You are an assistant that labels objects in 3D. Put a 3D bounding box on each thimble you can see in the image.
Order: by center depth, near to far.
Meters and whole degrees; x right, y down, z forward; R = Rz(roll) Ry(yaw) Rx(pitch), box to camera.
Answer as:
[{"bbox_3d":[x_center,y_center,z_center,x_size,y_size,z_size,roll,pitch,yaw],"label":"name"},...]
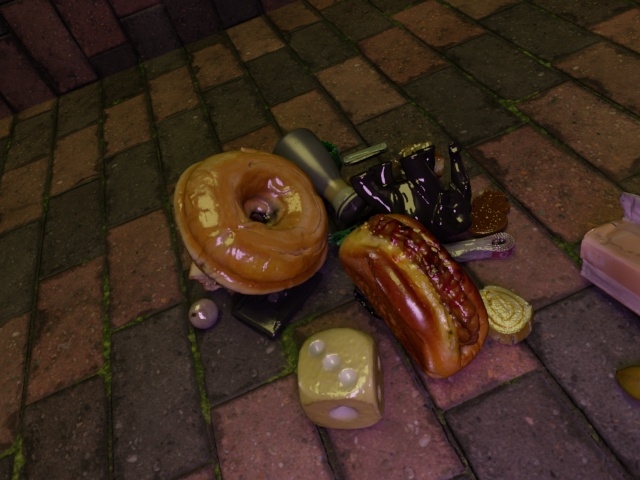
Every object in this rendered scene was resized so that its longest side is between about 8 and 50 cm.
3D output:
[{"bbox_3d":[0.008,-0.285,1.700,0.130,0.090,0.118,-6,43,15],"label":"thimble"}]

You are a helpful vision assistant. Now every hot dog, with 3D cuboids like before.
[{"bbox_3d":[0.212,0.102,1.089,0.185,0.223,0.405,-34,74,-14],"label":"hot dog"}]

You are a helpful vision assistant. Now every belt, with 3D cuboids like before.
[{"bbox_3d":[0.398,0.028,1.305,0.232,0.053,0.071,-8,47,11],"label":"belt"}]

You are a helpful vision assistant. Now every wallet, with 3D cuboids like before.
[{"bbox_3d":[-0.122,0.149,1.374,0.169,0.052,0.245,22,56,30],"label":"wallet"}]

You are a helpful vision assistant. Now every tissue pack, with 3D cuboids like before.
[{"bbox_3d":[0.746,0.041,1.024,0.239,0.238,0.305,-26,36,-6],"label":"tissue pack"}]

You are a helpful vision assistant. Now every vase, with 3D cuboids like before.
[{"bbox_3d":[0.004,-0.196,1.513,0.173,0.173,0.321,-36,61,-15],"label":"vase"}]

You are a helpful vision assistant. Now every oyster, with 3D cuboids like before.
[{"bbox_3d":[0.215,-0.195,1.509,0.337,0.133,0.197,-7,75,37],"label":"oyster"}]

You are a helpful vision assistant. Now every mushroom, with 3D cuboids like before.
[{"bbox_3d":[-0.333,0.206,1.380,0.085,0.085,0.079,-50,18,-26],"label":"mushroom"}]

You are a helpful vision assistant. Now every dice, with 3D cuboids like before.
[{"bbox_3d":[0.049,0.305,1.082,0.166,0.169,0.169,-7,47,12],"label":"dice"}]

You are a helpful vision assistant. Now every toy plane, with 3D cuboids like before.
[{"bbox_3d":[0.141,0.082,1.314,0.155,0.106,0.382,-30,45,-19],"label":"toy plane"}]

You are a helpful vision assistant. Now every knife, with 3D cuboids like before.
[{"bbox_3d":[0.157,-0.301,1.711,0.162,0.023,0.044,-20,43,0],"label":"knife"}]

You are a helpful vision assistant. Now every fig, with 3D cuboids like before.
[{"bbox_3d":[0.636,0.282,0.977,0.088,0.074,0.074,11,51,47],"label":"fig"}]

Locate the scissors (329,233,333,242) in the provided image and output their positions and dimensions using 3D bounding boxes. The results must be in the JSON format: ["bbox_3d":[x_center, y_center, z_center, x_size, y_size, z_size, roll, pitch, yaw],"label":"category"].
[{"bbox_3d":[0.000,0.000,1.497,0.083,0.006,0.036,-13,44,7],"label":"scissors"}]

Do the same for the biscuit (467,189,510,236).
[{"bbox_3d":[0.476,-0.075,1.392,0.124,0.026,0.175,17,56,29],"label":"biscuit"}]

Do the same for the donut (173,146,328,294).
[{"bbox_3d":[-0.170,-0.060,1.315,0.449,0.198,0.448,16,57,-25],"label":"donut"}]

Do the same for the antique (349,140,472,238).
[{"bbox_3d":[0.255,-0.107,1.319,0.323,0.254,0.185,-23,7,-4],"label":"antique"}]

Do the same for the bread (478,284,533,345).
[{"bbox_3d":[0.423,0.173,1.154,0.118,0.064,0.156,-30,45,-16],"label":"bread"}]

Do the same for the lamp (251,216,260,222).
[{"bbox_3d":[-0.141,-0.110,1.554,0.182,0.140,0.181,-7,51,9],"label":"lamp"}]

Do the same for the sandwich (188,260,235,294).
[{"bbox_3d":[-0.284,0.066,1.467,0.108,0.220,0.185,8,88,22],"label":"sandwich"}]
